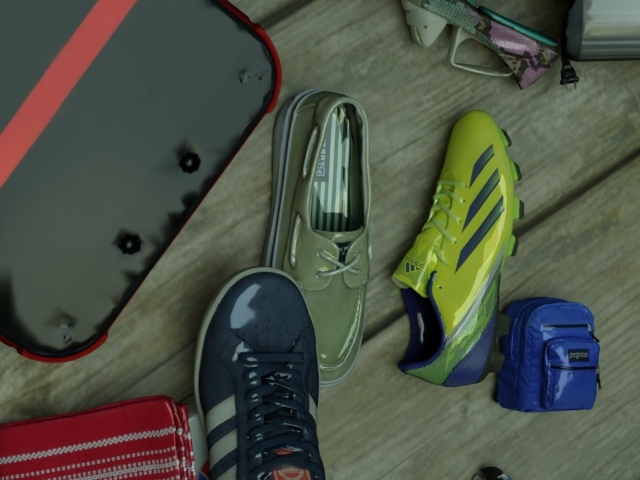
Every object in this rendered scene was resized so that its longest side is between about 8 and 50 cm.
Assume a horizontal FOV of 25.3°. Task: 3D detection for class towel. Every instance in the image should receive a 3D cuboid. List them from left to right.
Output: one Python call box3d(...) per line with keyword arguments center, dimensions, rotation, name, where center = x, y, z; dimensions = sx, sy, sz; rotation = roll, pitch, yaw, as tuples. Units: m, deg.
box3d(center=(-0.200, 0.288, 1.300), dimensions=(0.199, 0.031, 0.274), rotation=(-10, 83, 16), name="towel")

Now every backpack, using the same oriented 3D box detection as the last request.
box3d(center=(0.250, 0.121, 1.513), dimensions=(0.098, 0.101, 0.120), rotation=(1, 90, -28), name="backpack")

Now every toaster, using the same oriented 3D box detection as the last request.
box3d(center=(0.326, -0.270, 1.476), dimensions=(0.147, 0.129, 0.226), rotation=(2, 93, 7), name="toaster")

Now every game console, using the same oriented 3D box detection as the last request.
box3d(center=(-0.255, -0.111, 1.303), dimensions=(0.342, 0.060, 0.386), rotation=(36, 88, -16), name="game console")

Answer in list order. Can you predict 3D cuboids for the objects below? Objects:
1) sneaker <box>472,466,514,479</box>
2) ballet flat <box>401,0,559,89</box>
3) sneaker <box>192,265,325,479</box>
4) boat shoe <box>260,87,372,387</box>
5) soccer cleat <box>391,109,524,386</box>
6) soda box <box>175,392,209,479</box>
box3d(center=(0.181, 0.344, 1.519), dimensions=(0.083, 0.071, 0.190), rotation=(27, 84, -27), name="sneaker")
box3d(center=(0.145, -0.221, 1.467), dimensions=(0.222, 0.077, 0.079), rotation=(28, 103, -21), name="ballet flat")
box3d(center=(-0.040, 0.200, 1.303), dimensions=(0.131, 0.148, 0.350), rotation=(-1, 94, -22), name="sneaker")
box3d(center=(0.000, 0.000, 1.407), dimensions=(0.109, 0.094, 0.302), rotation=(-5, 95, -21), name="boat shoe")
box3d(center=(0.135, 0.008, 1.464), dimensions=(0.121, 0.093, 0.289), rotation=(3, 92, -15), name="soccer cleat")
box3d(center=(-0.089, 0.258, 1.404), dimensions=(0.074, 0.069, 0.216), rotation=(-32, 105, -18), name="soda box")
